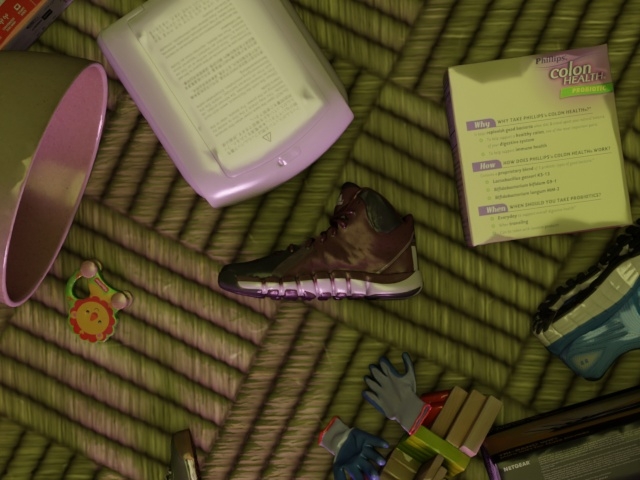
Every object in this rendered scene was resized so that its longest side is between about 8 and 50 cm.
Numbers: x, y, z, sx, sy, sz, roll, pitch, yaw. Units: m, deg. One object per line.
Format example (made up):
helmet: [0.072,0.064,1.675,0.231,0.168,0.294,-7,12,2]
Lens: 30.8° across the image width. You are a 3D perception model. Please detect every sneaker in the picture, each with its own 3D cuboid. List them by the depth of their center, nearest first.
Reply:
sneaker: [0.451,0.066,1.573,0.330,0.130,0.147,-38,102,4]
sneaker: [0.000,0.000,1.596,0.281,0.106,0.162,1,84,-8]
sneaker: [-0.203,0.363,1.605,0.086,0.064,0.192,-11,92,-3]

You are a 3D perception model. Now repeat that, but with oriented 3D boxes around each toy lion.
toy lion: [-0.320,0.091,1.634,0.096,0.034,0.100,-44,88,8]

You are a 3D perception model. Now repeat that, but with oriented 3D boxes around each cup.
cup: [-0.443,-0.110,1.486,0.237,0.331,0.331,20,90,1]

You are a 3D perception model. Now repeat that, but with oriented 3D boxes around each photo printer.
photo printer: [-0.120,-0.216,1.592,0.256,0.107,0.307,-34,89,1]

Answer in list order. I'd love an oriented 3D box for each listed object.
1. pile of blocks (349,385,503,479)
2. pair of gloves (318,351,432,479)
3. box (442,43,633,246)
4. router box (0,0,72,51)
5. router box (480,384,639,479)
pile of blocks: [0.097,0.336,1.554,0.113,0.149,0.362,33,91,2]
pair of gloves: [0.071,0.242,1.562,0.023,0.159,0.198,33,93,-31]
box: [0.288,-0.124,1.571,0.213,0.117,0.243,-8,90,2]
router box: [-0.501,-0.400,1.621,0.301,0.082,0.335,43,91,2]
router box: [0.368,0.259,1.499,0.309,0.243,0.081,-17,88,1]
